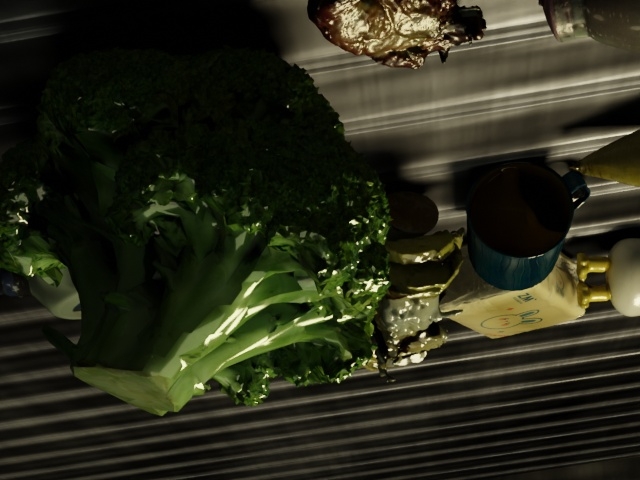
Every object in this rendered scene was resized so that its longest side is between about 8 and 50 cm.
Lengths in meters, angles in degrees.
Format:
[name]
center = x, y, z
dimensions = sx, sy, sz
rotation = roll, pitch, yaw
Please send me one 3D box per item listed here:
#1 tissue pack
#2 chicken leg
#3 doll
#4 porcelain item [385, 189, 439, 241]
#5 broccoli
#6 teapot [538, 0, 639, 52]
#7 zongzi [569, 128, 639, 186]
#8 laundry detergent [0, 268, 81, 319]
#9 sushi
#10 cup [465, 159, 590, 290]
[tissue pack]
center = 0.245, 0.061, 1.580
dimensions = 0.148, 0.092, 0.196
rotation = -18, 155, 26
[chicken leg]
center = 0.038, -0.194, 0.929
dimensions = 0.106, 0.051, 0.253
rotation = -25, 152, 24
[doll]
center = 0.479, 0.042, 1.576
dimensions = 0.293, 0.138, 0.119
rotation = -4, -166, -6
[porcelain item]
center = 0.056, 0.007, 1.436
dimensions = 0.084, 0.054, 0.213
rotation = 4, 157, -26
[broccoli]
center = -0.099, -0.004, 1.024
dimensions = 0.413, 0.310, 0.321
rotation = 3, 180, 35
[teapot]
center = 0.242, -0.205, 0.928
dimensions = 0.146, 0.148, 0.116
rotation = -2, 125, 18
[zongzi]
center = 0.420, -0.075, 1.282
dimensions = 0.256, 0.115, 0.228
rotation = -13, 163, 30
[laundry detergent]
center = -0.228, 0.014, 1.295
dimensions = 0.280, 0.105, 0.215
rotation = -5, 159, -1
[sushi]
center = 0.104, 0.070, 1.369
dimensions = 0.139, 0.131, 0.291
rotation = -12, 152, -10
[cup]
center = 0.238, -0.014, 1.362
dimensions = 0.150, 0.113, 0.138
rotation = -7, 160, 3
